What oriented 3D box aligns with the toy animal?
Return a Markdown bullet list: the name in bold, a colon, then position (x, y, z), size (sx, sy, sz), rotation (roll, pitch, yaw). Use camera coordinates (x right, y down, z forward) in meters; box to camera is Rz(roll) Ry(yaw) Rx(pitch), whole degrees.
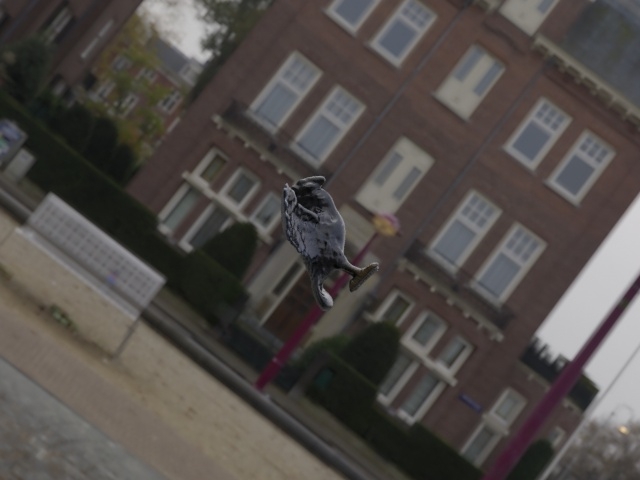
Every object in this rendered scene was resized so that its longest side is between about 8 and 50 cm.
- **toy animal**: position (0.000, 0.000, 0.902), size (0.108, 0.062, 0.220), rotation (58, 4, 8)
